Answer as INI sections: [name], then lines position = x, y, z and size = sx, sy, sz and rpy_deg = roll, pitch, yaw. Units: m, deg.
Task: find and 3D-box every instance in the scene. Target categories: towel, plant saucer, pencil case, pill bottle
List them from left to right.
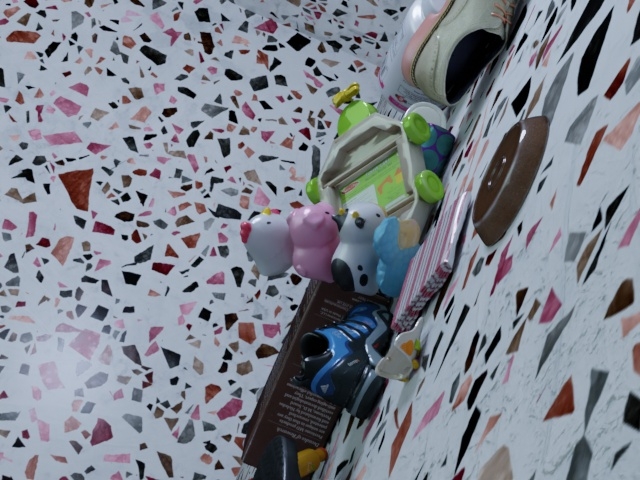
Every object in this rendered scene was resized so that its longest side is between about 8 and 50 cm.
[pencil case]
position = 0.182, -0.130, 1.824
size = 0.064, 0.070, 0.152
rpy_deg = 22, -87, -56
[towel]
position = 0.161, 0.034, 1.467
size = 0.197, 0.029, 0.144
rpy_deg = 121, 172, -51
[pill bottle]
position = 0.226, -0.377, 1.996
size = 0.283, 0.160, 0.160
rpy_deg = 119, 173, -59
[plant saucer]
position = 0.220, -0.075, 1.226
size = 0.168, 0.029, 0.168
rpy_deg = -158, 90, -88

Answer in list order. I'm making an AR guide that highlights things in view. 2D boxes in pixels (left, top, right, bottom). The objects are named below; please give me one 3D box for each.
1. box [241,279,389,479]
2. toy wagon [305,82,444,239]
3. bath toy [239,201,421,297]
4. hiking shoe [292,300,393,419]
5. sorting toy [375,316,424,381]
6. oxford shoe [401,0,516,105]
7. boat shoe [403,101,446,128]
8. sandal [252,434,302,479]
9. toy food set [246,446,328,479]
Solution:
[box]
position = -0.011, 0.233, 1.899
size = 0.191, 0.143, 0.381
rpy_deg = -90, 24, -79
[toy wagon]
position = 0.087, -0.121, 1.815
size = 0.267, 0.068, 0.344
rpy_deg = -31, 54, 37
[bath toy]
position = 0.000, 0.000, 1.724
size = 0.348, 0.129, 0.151
rpy_deg = 6, 71, 41
[hiking shoe]
position = 0.038, 0.160, 1.631
size = 0.304, 0.132, 0.113
rpy_deg = -77, 11, -72
[sorting toy]
position = 0.115, 0.140, 1.366
size = 0.075, 0.045, 0.083
rpy_deg = -61, -1, -36
[oxford shoe]
position = 0.293, -0.400, 1.722
size = 0.397, 0.140, 0.146
rpy_deg = -61, 36, 20
[boat shoe]
position = 0.151, -0.112, 1.927
size = 0.091, 0.109, 0.305
rpy_deg = 108, -174, -70
[sandal]
position = -0.027, 0.418, 1.385
size = 0.168, 0.107, 0.446
rpy_deg = -64, 17, 12
[toy food set]
position = -0.071, 0.452, 1.758
size = 0.104, 0.111, 0.232
rpy_deg = -7, -67, -58
